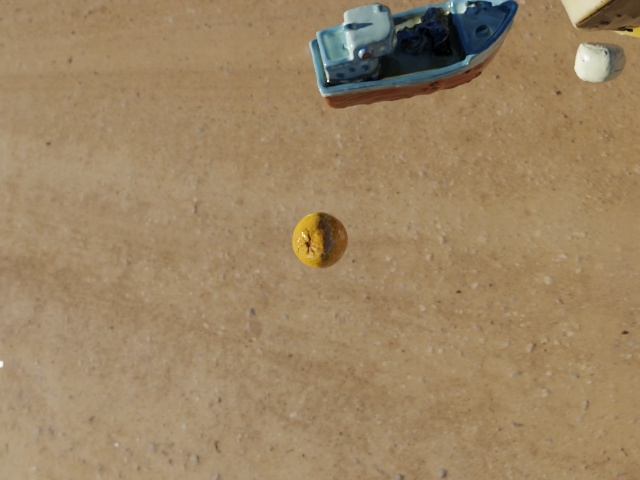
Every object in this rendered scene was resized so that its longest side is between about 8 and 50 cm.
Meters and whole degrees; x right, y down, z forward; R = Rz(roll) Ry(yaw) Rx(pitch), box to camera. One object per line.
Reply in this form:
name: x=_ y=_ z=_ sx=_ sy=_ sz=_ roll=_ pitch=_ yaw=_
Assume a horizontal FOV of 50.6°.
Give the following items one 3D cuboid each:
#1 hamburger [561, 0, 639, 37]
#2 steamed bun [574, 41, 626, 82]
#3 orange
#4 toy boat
hamburger: x=0.263 y=-0.222 z=0.507 sx=0.172 sy=0.210 sz=0.116 roll=9 pitch=93 yaw=2
steamed bun: x=0.669 y=-0.424 z=1.620 sx=0.112 sy=0.130 sz=0.091 roll=10 pitch=114 yaw=18
orange: x=0.000 y=0.000 z=0.986 sx=0.083 sy=0.070 sz=0.083 roll=2 pitch=98 yaw=17
toy boat: x=0.150 y=-0.320 z=1.081 sx=0.331 sy=0.133 sz=0.145 roll=-12 pitch=64 yaw=3
